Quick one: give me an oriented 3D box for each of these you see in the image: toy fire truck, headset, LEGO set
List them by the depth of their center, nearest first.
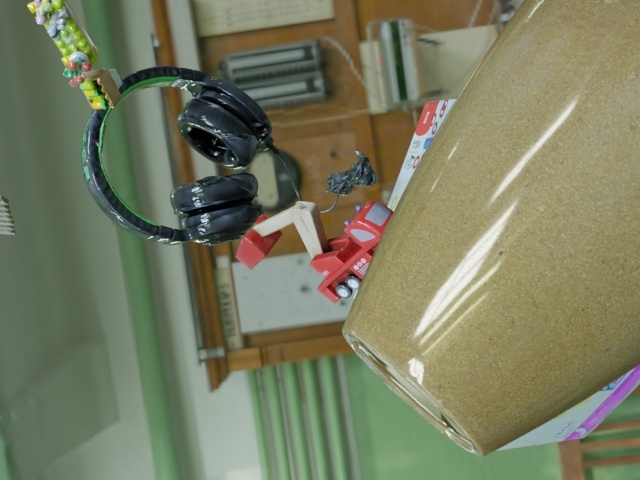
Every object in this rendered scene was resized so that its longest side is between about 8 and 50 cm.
[{"bbox_3d":[0.000,0.000,1.057,0.192,0.135,0.047,-44,8,47],"label":"toy fire truck"},{"bbox_3d":[-0.283,-0.265,1.110,0.107,0.132,0.287,-106,28,-49],"label":"LEGO set"},{"bbox_3d":[-0.126,-0.110,1.313,0.185,0.394,0.243,-13,70,62],"label":"headset"}]

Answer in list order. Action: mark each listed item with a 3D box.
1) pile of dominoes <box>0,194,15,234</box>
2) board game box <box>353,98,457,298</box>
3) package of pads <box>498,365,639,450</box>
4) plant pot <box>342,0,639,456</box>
[{"bbox_3d":[-0.592,-0.067,1.518,0.251,0.196,0.040,135,144,-71],"label":"pile of dominoes"},{"bbox_3d":[0.194,-0.033,1.208,0.302,0.086,0.308,8,77,66],"label":"board game box"},{"bbox_3d":[0.373,0.236,1.519,0.229,0.297,0.101,-58,45,36],"label":"package of pads"},{"bbox_3d":[0.143,0.006,0.607,0.237,0.254,0.237,41,170,9],"label":"plant pot"}]
